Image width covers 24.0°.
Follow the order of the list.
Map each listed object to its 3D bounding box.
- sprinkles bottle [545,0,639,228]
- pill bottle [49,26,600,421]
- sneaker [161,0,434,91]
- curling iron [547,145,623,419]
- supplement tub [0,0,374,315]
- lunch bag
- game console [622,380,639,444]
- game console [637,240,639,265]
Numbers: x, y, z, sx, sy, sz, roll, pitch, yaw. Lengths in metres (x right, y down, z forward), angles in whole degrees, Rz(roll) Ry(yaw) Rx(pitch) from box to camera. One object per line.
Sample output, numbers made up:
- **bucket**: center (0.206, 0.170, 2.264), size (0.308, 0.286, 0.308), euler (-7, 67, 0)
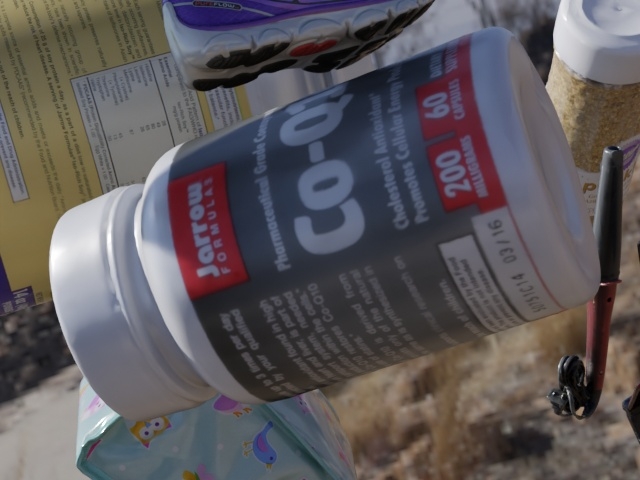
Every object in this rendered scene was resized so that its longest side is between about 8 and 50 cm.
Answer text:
- **sprinkles bottle**: center (0.297, -0.125, 1.649), size (0.121, 0.121, 0.355), euler (-18, -35, -15)
- **pill bottle**: center (0.000, 0.000, 0.855), size (0.283, 0.161, 0.161), euler (-19, 6, 17)
- **sneaker**: center (-0.009, -0.130, 0.798), size (0.170, 0.071, 0.068), euler (-14, -12, -38)
- **curling iron**: center (0.253, 0.046, 1.374), size (0.035, 0.274, 0.068), euler (20, 25, 30)
- **supplement tub**: center (-0.145, -0.096, 1.105), size (0.331, 0.241, 0.241), euler (-17, 7, -11)
- **lunch bag**: center (-0.062, 0.176, 1.216), size (0.160, 0.262, 0.223), euler (-49, 15, 3)
- **game console**: center (0.309, 0.117, 1.127), size (0.144, 0.124, 0.085), euler (-27, 10, -5)
- **game console**: center (0.326, 0.050, 1.279), size (0.071, 0.107, 0.122), euler (-24, -22, 6)
